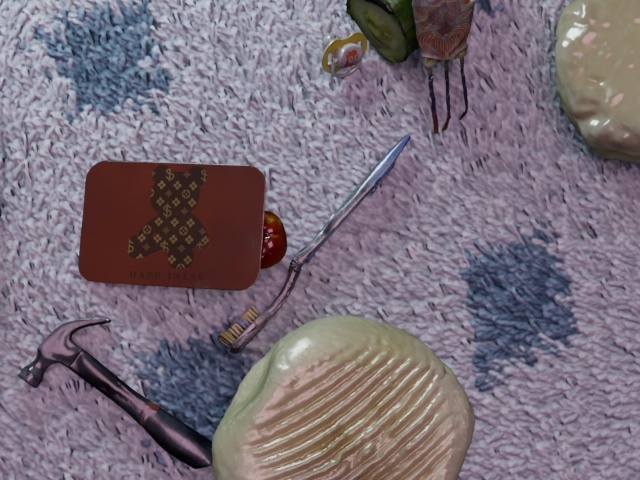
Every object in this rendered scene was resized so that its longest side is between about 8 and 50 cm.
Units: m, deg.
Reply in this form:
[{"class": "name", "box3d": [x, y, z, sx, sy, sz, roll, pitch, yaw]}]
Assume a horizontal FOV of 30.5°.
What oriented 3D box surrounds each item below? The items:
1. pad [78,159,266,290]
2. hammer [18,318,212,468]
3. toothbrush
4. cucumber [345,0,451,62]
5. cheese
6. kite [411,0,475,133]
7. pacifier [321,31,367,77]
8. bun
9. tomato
[{"class": "pad", "box3d": [-0.210, -0.023, 1.658, 0.267, 0.004, 0.181, 2, 82, 10]}, {"class": "hammer", "box3d": [-0.264, 0.218, 1.643, 0.290, 0.037, 0.137, 36, 82, -1]}, {"class": "toothbrush", "box3d": [0.000, 0.000, 1.703, 0.042, 0.035, 0.413, 41, 80, 2]}, {"class": "cucumber", "box3d": [0.163, -0.377, 1.732, 0.244, 0.134, 0.134, -40, 89, -18]}, {"class": "cheese", "box3d": [0.502, -0.261, 1.707, 0.326, 0.115, 0.318, -34, 70, 5]}, {"class": "kite", "box3d": [0.186, -0.268, 1.703, 0.127, 0.016, 0.229, -24, 121, -29]}, {"class": "pacifier", "box3d": [0.028, -0.280, 1.740, 0.083, 0.068, 0.064, -25, 51, -26]}, {"class": "bun", "box3d": [0.031, 0.286, 1.573, 0.349, 0.227, 0.352, -30, 85, -9]}, {"class": "tomato", "box3d": [-0.088, 0.001, 1.674, 0.087, 0.075, 0.087, -1, 79, 8]}]
